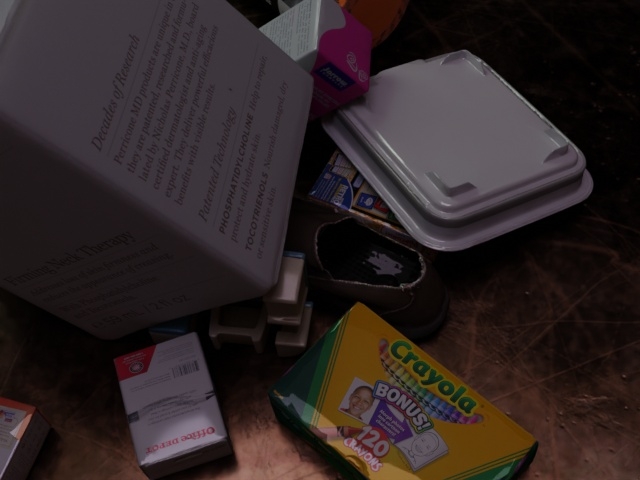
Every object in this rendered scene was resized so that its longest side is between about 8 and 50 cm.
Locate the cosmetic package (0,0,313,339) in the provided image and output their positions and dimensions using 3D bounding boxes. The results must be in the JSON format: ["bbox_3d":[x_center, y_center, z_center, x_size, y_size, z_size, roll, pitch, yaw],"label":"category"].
[{"bbox_3d":[-0.271,-0.128,1.138,0.329,0.393,0.328,-19,49,39],"label":"cosmetic package"}]

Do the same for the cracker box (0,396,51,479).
[{"bbox_3d":[-0.446,0.294,1.141,0.155,0.067,0.232,13,59,14],"label":"cracker box"}]

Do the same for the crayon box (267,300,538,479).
[{"bbox_3d":[0.094,0.221,1.136,0.278,0.081,0.165,37,68,24],"label":"crayon box"}]

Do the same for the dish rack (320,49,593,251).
[{"bbox_3d":[0.185,-0.147,1.320,0.285,0.072,0.333,-21,50,-20],"label":"dish rack"}]

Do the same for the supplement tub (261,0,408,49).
[{"bbox_3d":[-0.019,-0.435,1.488,0.193,0.194,0.316,-34,61,-16],"label":"supplement tub"}]

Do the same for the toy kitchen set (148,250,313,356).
[{"bbox_3d":[-0.114,0.051,1.208,0.207,0.166,0.122,5,59,7],"label":"toy kitchen set"}]

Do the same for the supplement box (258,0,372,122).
[{"bbox_3d":[-0.045,-0.236,1.350,0.220,0.111,0.114,-24,49,37],"label":"supplement box"}]

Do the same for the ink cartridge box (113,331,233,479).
[{"bbox_3d":[-0.180,0.204,1.179,0.109,0.063,0.150,-17,59,-7],"label":"ink cartridge box"}]

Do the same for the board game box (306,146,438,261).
[{"bbox_3d":[0.100,-0.071,1.339,0.193,0.045,0.147,22,62,17],"label":"board game box"}]

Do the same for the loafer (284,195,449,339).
[{"bbox_3d":[0.000,0.000,1.252,0.365,0.130,0.134,19,61,16],"label":"loafer"}]
